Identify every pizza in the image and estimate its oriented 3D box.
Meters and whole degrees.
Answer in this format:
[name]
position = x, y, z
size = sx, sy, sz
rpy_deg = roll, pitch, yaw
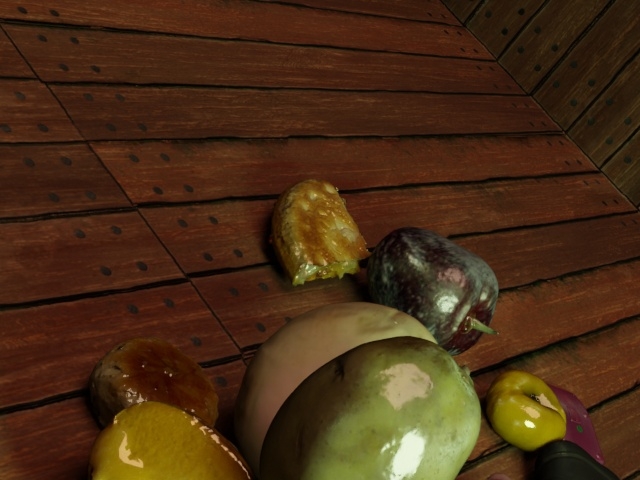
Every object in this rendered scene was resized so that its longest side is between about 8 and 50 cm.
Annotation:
[pizza]
position = 0.000, 0.000, 2.392
size = 0.226, 0.086, 0.335
rpy_deg = 35, 30, -17

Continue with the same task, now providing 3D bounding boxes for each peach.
[peach]
position = 0.398, 0.332, 2.367
size = 0.179, 0.103, 0.179
rpy_deg = 30, 29, -19

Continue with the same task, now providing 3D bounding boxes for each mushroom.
[mushroom]
position = 0.065, 0.266, 1.840
size = 0.353, 0.325, 0.353
rpy_deg = 24, 24, -11

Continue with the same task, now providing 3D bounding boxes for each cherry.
[cherry]
position = 0.219, 0.102, 2.357
size = 0.296, 0.218, 0.255
rpy_deg = 46, 14, 28

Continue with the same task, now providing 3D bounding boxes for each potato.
[potato]
position = 0.056, 0.266, 1.567
size = 0.243, 0.326, 0.221
rpy_deg = 32, 5, -36

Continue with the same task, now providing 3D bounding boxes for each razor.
[razor]
position = 0.473, 0.515, 2.184
size = 0.204, 0.113, 0.349
rpy_deg = 36, 29, -13

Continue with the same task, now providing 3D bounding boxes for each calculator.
[calculator]
position = 0.514, 0.374, 2.516
size = 0.127, 0.034, 0.190
rpy_deg = 22, 34, -31

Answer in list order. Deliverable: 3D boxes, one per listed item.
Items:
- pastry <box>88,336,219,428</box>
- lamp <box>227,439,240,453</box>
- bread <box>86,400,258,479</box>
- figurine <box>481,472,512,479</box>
[pastry]
position = -0.241, 0.222, 1.789
size = 0.192, 0.093, 0.182
rpy_deg = -4, 48, -51
[lamp]
position = -0.161, 0.323, 1.726
size = 0.105, 0.105, 0.105
rpy_deg = 29, 30, -19
[bread]
position = -0.185, 0.330, 1.599
size = 0.270, 0.142, 0.195
rpy_deg = 39, 71, 12
[figurine]
position = 0.282, 0.467, 1.983
size = 0.173, 0.173, 0.173
rpy_deg = 29, 30, -19
